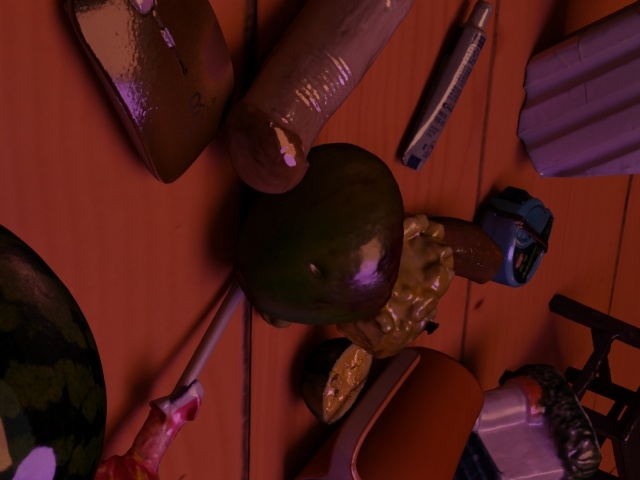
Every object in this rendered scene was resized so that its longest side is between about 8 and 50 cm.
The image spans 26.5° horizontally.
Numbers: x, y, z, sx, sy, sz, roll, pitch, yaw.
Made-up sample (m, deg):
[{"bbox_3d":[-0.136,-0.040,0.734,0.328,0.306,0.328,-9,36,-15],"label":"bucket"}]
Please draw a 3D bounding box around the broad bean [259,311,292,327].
[{"bbox_3d":[-0.033,0.056,1.460,0.083,0.045,0.063,-52,147,-39],"label":"broad bean"}]

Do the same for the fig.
[{"bbox_3d":[0.000,0.000,1.362,0.191,0.181,0.181,-27,132,-22],"label":"fig"}]

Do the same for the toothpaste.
[{"bbox_3d":[0.151,-0.184,1.607,0.062,0.037,0.216,19,95,-59],"label":"toothpaste"}]

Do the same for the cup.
[{"bbox_3d":[0.086,0.249,1.644,0.264,0.182,0.226,-56,148,-33],"label":"cup"}]

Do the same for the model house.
[{"bbox_3d":[0.190,0.312,1.853,0.301,0.190,0.271,-6,144,-30],"label":"model house"}]

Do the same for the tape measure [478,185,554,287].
[{"bbox_3d":[0.263,0.000,1.844,0.146,0.081,0.125,36,74,-58],"label":"tape measure"}]

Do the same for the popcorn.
[{"bbox_3d":[0.077,0.049,1.504,0.173,0.173,0.142,-42,104,-36],"label":"popcorn"}]

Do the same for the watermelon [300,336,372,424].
[{"bbox_3d":[0.012,0.156,1.567,0.105,0.062,0.105,-47,150,-39],"label":"watermelon"}]

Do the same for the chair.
[{"bbox_3d":[0.516,0.283,2.078,0.203,0.416,0.240,-52,145,-27],"label":"chair"}]

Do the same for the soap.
[{"bbox_3d":[0.427,-0.203,1.785,0.115,0.347,0.208,-36,100,-53],"label":"soap"}]

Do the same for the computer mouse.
[{"bbox_3d":[-0.138,-0.152,1.164,0.126,0.056,0.245,-53,144,-26],"label":"computer mouse"}]

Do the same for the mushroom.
[{"bbox_3d":[0.016,-0.204,1.320,0.351,0.095,0.123,-62,155,-21],"label":"mushroom"}]

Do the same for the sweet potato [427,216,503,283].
[{"bbox_3d":[0.152,0.001,1.678,0.244,0.077,0.077,21,90,-49],"label":"sweet potato"}]

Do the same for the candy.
[{"bbox_3d":[-0.146,0.172,1.323,0.365,0.124,0.124,-61,149,-28],"label":"candy"}]

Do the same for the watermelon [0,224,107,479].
[{"bbox_3d":[-0.283,0.110,0.882,0.285,0.285,0.285,-34,135,-43],"label":"watermelon"}]
